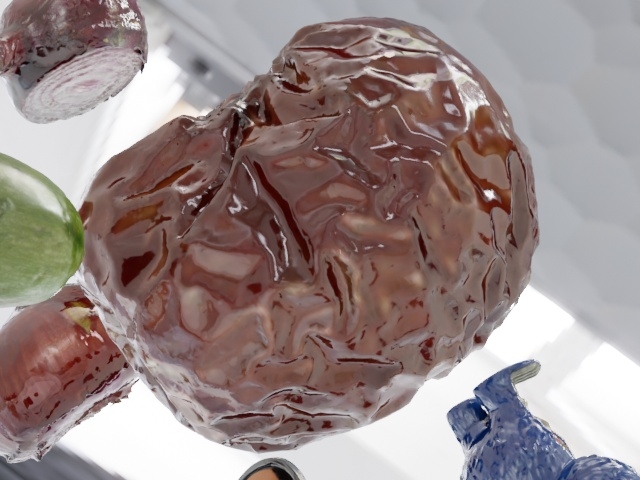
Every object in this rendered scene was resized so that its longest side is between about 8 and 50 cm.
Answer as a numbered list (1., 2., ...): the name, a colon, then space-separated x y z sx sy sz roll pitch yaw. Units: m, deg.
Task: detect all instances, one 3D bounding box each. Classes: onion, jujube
1. onion: -0.312 -0.225 1.775 0.218 0.139 0.195 -10 169 -46
2. onion: -0.276 0.134 1.655 0.248 0.161 0.248 -54 178 -3
3. jujube: 0.000 0.000 0.810 0.232 0.213 0.213 -38 175 -14

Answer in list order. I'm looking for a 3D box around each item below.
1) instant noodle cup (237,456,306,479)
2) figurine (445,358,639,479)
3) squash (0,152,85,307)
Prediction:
1. instant noodle cup: -0.015 0.328 1.667 0.208 0.126 0.177 -5 -107 55
2. figurine: 0.208 0.242 1.448 0.121 0.262 0.164 -23 144 -27
3. squash: -0.202 -0.024 0.589 0.069 0.239 0.069 -46 -144 49
